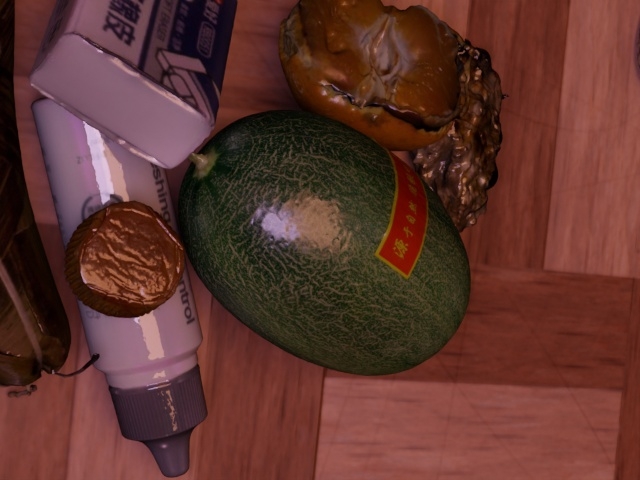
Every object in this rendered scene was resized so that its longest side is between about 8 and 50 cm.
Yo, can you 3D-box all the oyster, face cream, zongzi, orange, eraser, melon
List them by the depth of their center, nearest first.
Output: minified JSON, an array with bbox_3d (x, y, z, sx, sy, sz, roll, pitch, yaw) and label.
[{"bbox_3d":[-0.222,-0.036,0.930,0.241,0.111,0.248,-48,112,-8],"label":"zongzi"},{"bbox_3d":[-0.128,-0.163,0.940,0.124,0.068,0.210,31,38,-23],"label":"eraser"},{"bbox_3d":[-0.146,0.035,0.991,0.092,0.092,0.311,-15,100,-25],"label":"face cream"},{"bbox_3d":[0.000,0.000,1.004,0.287,0.182,0.182,33,78,-38],"label":"melon"},{"bbox_3d":[0.040,-0.138,1.061,0.160,0.112,0.170,-14,57,-29],"label":"orange"},{"bbox_3d":[0.123,-0.091,1.141,0.105,0.056,0.177,20,79,-34],"label":"oyster"}]

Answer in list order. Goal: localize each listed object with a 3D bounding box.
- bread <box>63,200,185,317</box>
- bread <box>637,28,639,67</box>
[{"bbox_3d":[-0.140,0.015,0.916,0.085,0.053,0.085,4,79,-23],"label":"bread"},{"bbox_3d":[0.397,-0.189,1.220,0.134,0.141,0.148,9,88,-28],"label":"bread"}]
